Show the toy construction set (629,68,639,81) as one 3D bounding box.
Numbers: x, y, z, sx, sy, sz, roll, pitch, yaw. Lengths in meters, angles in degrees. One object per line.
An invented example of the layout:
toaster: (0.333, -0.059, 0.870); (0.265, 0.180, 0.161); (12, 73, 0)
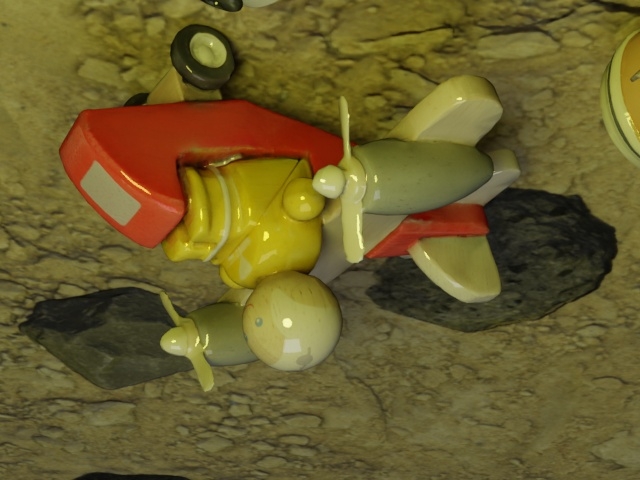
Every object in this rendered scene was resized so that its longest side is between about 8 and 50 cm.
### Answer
toy construction set: (0.310, -0.092, 1.059); (0.237, 0.309, 0.257); (-42, 114, -5)

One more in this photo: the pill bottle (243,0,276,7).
pill bottle: (-0.090, -0.257, 1.149); (0.108, 0.108, 0.193); (-18, 143, 30)

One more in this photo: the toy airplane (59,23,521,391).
toy airplane: (0.000, 0.000, 1.397); (0.384, 0.273, 0.386); (-7, 146, 15)

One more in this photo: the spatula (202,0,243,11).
spatula: (-0.155, -0.215, 1.140); (0.296, 0.030, 0.084); (25, 164, 40)

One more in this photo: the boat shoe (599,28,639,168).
boat shoe: (0.474, -0.060, 1.342); (0.500, 0.187, 0.156); (25, 148, -22)
